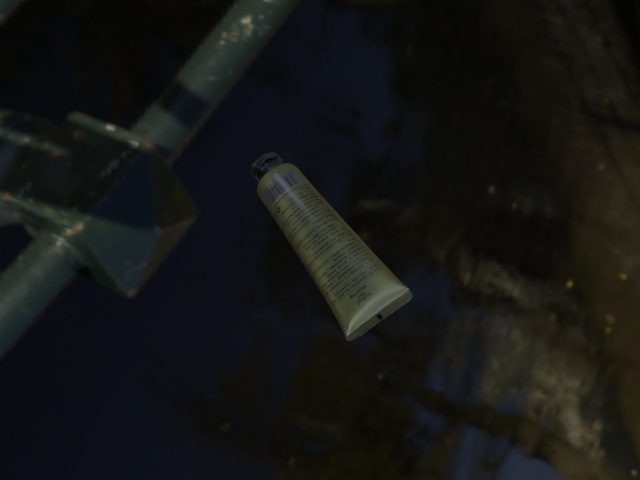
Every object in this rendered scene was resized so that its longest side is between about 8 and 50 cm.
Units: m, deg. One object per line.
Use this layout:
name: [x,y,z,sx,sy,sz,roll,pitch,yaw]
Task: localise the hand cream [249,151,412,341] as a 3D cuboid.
hand cream: [0.000,0.000,0.556,0.035,0.102,0.022,-36,151,-3]
